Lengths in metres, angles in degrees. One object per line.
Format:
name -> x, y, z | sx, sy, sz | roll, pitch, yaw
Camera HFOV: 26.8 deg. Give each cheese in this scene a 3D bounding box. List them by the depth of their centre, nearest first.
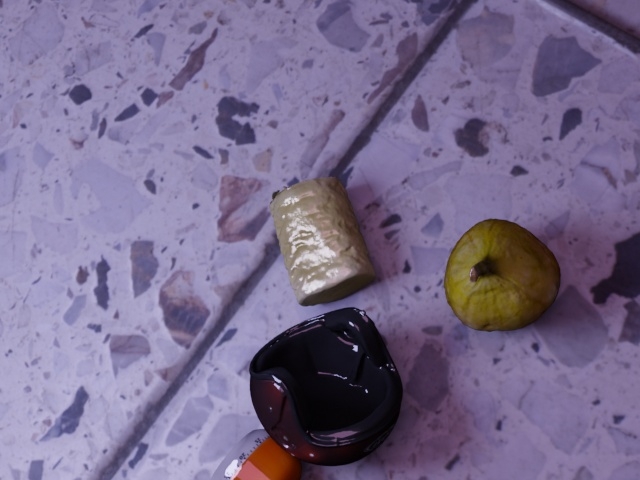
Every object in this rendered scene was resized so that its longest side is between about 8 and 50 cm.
cheese -> 0.000, 0.000, 1.930 | 0.123, 0.094, 0.167 | -19, 69, 5

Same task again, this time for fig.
fig -> 0.226, 0.047, 1.781 | 0.159, 0.257, 0.159 | -1, 88, 17

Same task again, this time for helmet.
helmet -> 0.006, 0.202, 1.808 | 0.216, 0.193, 0.189 | 35, 54, 28

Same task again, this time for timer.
timer -> -0.078, 0.336, 1.843 | 0.136, 0.099, 0.136 | -1, 86, 11
